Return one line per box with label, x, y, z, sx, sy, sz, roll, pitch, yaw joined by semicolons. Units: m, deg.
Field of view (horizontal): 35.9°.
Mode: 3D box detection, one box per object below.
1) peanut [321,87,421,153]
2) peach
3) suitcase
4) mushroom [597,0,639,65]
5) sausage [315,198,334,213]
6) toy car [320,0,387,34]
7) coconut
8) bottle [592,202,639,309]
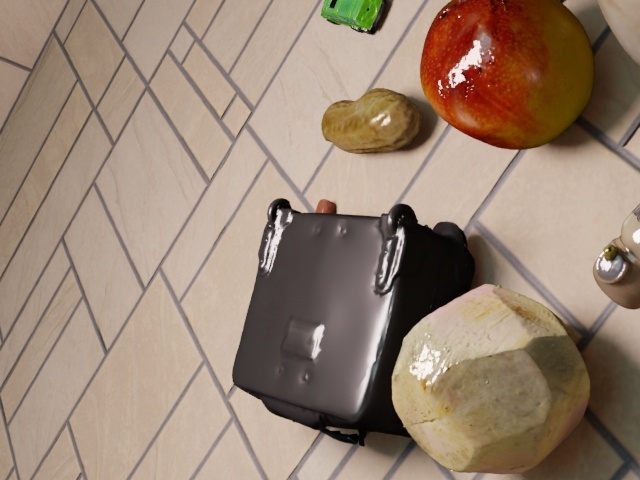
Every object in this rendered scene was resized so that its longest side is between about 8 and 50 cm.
peanut;0.080;-0.194;1.615;0.226;0.095;0.108;-1;58;55
peach;0.246;-0.229;1.315;0.231;0.231;0.231;-25;55;43
suitcase;0.036;0.117;1.448;0.345;0.188;0.339;6;78;50
mushroom;0.463;-0.313;1.027;0.294;0.362;0.362;-41;30;-23
sausage;-0.001;0.000;1.676;0.035;0.030;0.147;-12;65;50
toy car;0.051;-0.421;1.777;0.165;0.062;0.071;31;100;53
coconut;0.215;0.170;1.205;0.237;0.237;0.197;34;142;52
bottle;0.396;-0.013;1.118;0.209;0.110;0.097;-51;47;23
